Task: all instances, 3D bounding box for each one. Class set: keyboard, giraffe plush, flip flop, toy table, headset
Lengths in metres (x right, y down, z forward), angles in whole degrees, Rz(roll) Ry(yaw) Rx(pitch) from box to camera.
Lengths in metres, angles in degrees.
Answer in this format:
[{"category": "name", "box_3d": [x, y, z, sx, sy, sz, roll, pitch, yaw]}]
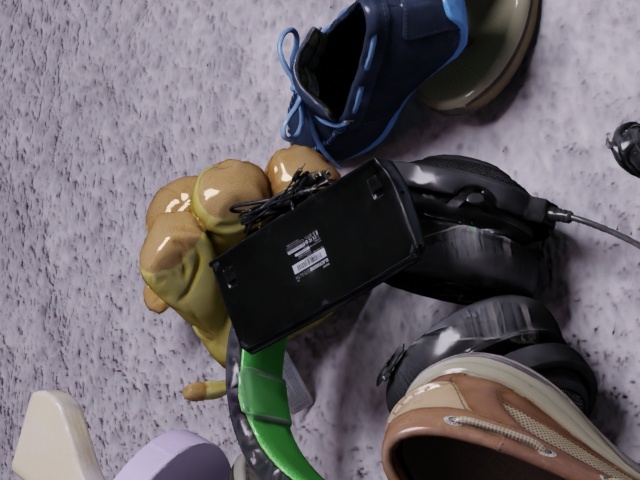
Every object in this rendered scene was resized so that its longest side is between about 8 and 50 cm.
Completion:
[{"category": "keyboard", "box_3d": [0.000, 0.000, 1.121, 0.192, 0.038, 0.100, -30, 75, 43]}, {"category": "giraffe plush", "box_3d": [-0.071, 0.011, 1.309, 0.170, 0.181, 0.210, -136, 34, -55]}, {"category": "flip flop", "box_3d": [0.108, -0.229, 1.218, 0.112, 0.080, 0.277, 14, 93, 49]}, {"category": "toy table", "box_3d": [-0.190, 0.256, 1.300, 0.161, 0.252, 0.274, 21, 86, 31]}, {"category": "headset", "box_3d": [0.086, 0.039, 1.083, 0.394, 0.185, 0.243, -25, 60, 28]}]

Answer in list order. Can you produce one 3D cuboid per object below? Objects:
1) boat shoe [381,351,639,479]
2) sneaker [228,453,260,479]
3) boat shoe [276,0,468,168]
[{"category": "boat shoe", "box_3d": [0.166, 0.187, 0.923, 0.324, 0.116, 0.123, 31, 112, 16]}, {"category": "sneaker", "box_3d": [-0.045, 0.270, 1.231, 0.118, 0.083, 0.222, -43, 51, 31]}, {"category": "boat shoe", "box_3d": [0.015, -0.133, 1.230, 0.258, 0.089, 0.109, 129, 129, -58]}]
